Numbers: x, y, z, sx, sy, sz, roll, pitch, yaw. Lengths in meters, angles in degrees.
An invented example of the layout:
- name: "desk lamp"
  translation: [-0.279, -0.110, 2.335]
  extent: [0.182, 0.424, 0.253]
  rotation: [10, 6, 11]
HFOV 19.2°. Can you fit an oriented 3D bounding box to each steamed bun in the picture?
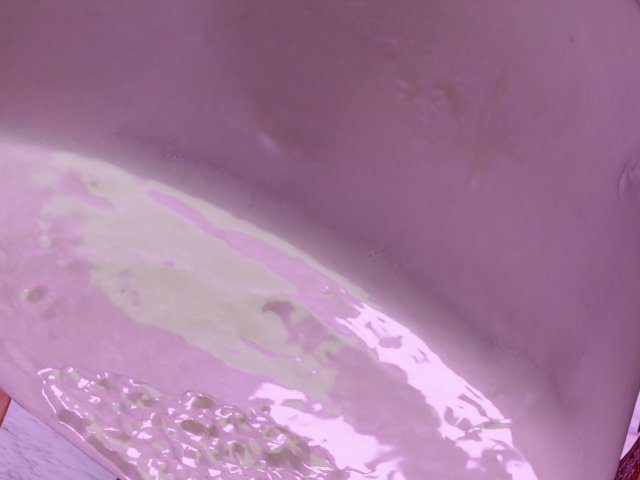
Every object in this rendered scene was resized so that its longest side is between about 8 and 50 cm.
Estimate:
- name: "steamed bun"
  translation: [0.012, -0.044, 1.051]
  extent: [0.456, 0.371, 0.290]
  rotation: [33, 147, -20]

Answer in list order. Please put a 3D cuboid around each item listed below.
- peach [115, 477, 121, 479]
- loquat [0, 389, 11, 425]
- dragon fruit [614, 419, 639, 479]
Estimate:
- name: "peach"
  translation: [-0.136, 0.404, 2.207]
  extent: [0.314, 0.281, 0.315]
  rotation: [23, 144, 15]
- name: "loquat"
  translation: [-0.424, 0.084, 1.787]
  extent: [0.328, 0.328, 0.359]
  rotation: [7, -165, 31]
- name: "dragon fruit"
  translation: [0.341, 0.211, 1.411]
  extent: [0.302, 0.295, 0.295]
  rotation: [24, 159, 27]
